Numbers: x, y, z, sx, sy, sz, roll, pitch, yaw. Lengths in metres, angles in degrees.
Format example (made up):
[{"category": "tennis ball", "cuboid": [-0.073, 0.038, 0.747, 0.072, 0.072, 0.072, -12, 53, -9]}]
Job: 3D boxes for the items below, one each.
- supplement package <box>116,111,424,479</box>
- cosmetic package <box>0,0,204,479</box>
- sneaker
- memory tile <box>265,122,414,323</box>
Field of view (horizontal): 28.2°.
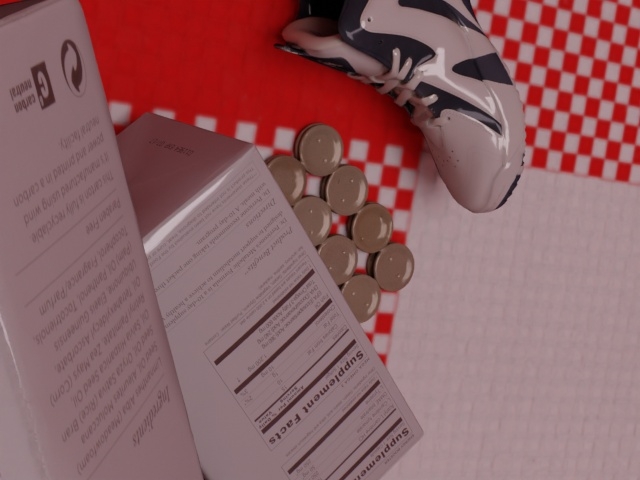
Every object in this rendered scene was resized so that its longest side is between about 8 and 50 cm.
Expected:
[{"category": "supplement package", "cuboid": [-0.066, 0.063, 0.792, 0.134, 0.139, 0.244, -42, 122, -19]}, {"category": "cosmetic package", "cuboid": [-0.190, 0.131, 0.620, 0.230, 0.161, 0.453, -8, 108, 14]}, {"category": "sneaker", "cuboid": [0.044, -0.116, 0.865, 0.153, 0.094, 0.235, -21, 109, -26]}, {"category": "memory tile", "cuboid": [0.000, 0.000, 0.906, 0.113, 0.012, 0.148, -43, 117, -19]}]
